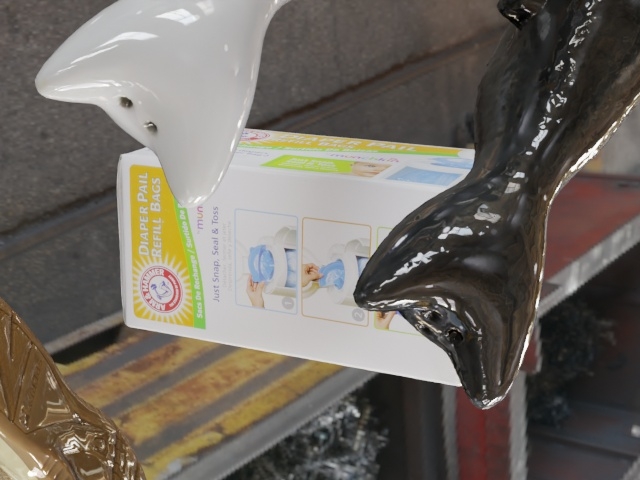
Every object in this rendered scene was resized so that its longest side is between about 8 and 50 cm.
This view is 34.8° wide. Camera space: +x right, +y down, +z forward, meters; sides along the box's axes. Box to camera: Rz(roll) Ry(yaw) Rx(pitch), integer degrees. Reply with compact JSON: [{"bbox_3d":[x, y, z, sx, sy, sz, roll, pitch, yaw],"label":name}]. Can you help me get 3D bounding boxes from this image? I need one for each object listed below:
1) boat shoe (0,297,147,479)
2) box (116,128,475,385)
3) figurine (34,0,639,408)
[{"bbox_3d":[-0.229,0.180,0.766,0.123,0.123,0.342,-91,161,-49],"label":"boat shoe"},{"bbox_3d":[0.000,0.000,0.582,0.114,0.203,0.103,-33,127,-63],"label":"box"},{"bbox_3d":[0.027,-0.075,0.389,0.215,0.092,0.209,33,68,-12],"label":"figurine"}]
